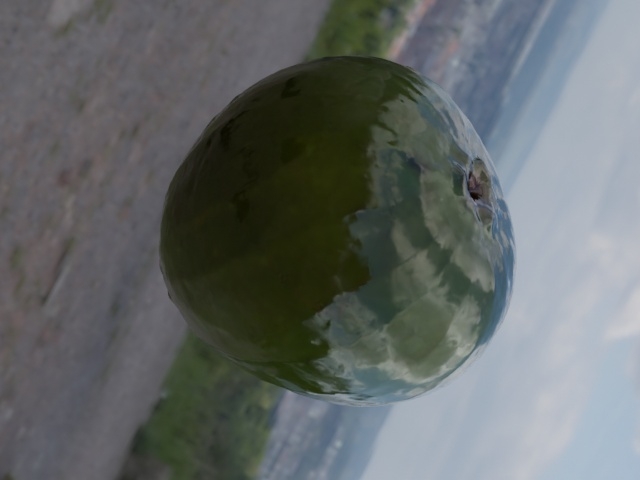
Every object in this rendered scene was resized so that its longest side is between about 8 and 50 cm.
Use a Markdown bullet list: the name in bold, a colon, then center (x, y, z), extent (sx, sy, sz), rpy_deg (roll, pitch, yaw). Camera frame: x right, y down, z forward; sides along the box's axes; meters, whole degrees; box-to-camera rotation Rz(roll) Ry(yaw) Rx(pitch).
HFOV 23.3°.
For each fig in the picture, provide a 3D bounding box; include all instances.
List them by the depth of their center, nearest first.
- **fig**: center (0.000, 0.000, 1.300), extent (0.316, 0.316, 0.316), rpy_deg (-62, 176, -8)
